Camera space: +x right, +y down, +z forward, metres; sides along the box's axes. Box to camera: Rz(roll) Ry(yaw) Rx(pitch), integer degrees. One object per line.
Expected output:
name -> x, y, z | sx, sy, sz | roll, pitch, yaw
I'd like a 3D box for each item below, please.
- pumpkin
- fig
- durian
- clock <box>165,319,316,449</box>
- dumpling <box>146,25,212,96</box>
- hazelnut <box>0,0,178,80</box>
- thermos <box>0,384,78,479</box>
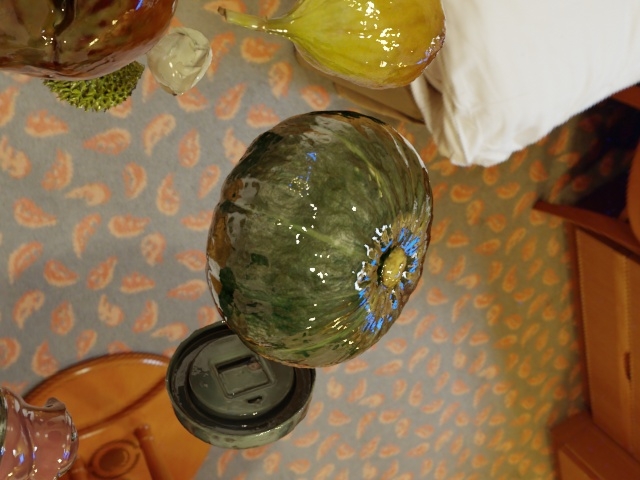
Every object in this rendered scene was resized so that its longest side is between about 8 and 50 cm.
pumpkin -> 0.001, -0.001, 0.580 | 0.211, 0.152, 0.212 | -39, 146, -34
fig -> 0.011, -0.242, 0.790 | 0.257, 0.159, 0.159 | -6, 119, -27
durian -> -0.419, -0.304, 1.230 | 0.137, 0.220, 0.095 | -60, 159, -2
clock -> -0.171, 0.303, 1.567 | 0.325, 0.325, 0.067 | -15, 134, -22
dumpling -> -0.286, -0.370, 1.458 | 0.136, 0.199, 0.118 | -46, 147, 2
hazelnut -> -0.259, -0.246, 0.692 | 0.251, 0.217, 0.217 | -5, 121, -3
thermos -> -0.356, 0.173, 0.612 | 0.330, 0.136, 0.110 | 19, 91, -43
